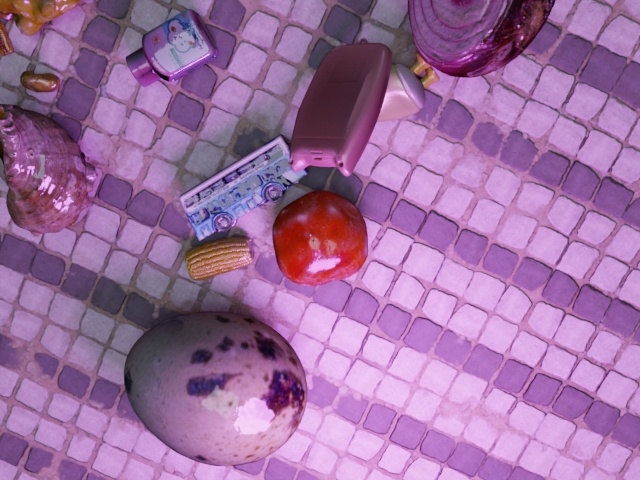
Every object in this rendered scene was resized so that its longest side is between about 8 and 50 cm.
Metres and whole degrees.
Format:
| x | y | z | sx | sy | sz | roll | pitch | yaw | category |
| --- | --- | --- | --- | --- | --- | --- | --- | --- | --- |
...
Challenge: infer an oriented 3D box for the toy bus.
| x | y | z | sx | sy | sz | roll | pitch | yaw | category |
| --- | --- | --- | --- | --- | --- | --- | --- | --- | --- |
| -0.178 | -0.122 | 1.669 | 0.297 | 0.106 | 0.131 | -30 | 97 | 6 | toy bus |

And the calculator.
| x | y | z | sx | sy | sz | roll | pitch | yaw | category |
| --- | --- | --- | --- | --- | --- | --- | --- | --- | --- |
| 0.041 | -0.301 | 1.563 | 0.048 | 0.220 | 0.330 | 32 | 72 | -45 | calculator |

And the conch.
| x | y | z | sx | sy | sz | roll | pitch | yaw | category |
| --- | --- | --- | --- | --- | --- | --- | --- | --- | --- |
| -0.647 | -0.192 | 1.616 | 0.297 | 0.210 | 0.352 | 37 | 139 | 22 | conch |

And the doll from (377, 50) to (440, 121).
| x | y | z | sx | sy | sz | roll | pitch | yaw | category |
| --- | --- | --- | --- | --- | --- | --- | --- | --- | --- |
| 0.125 | -0.314 | 1.616 | 0.296 | 0.141 | 0.117 | -24 | 58 | 18 | doll |

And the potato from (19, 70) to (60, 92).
| x | y | z | sx | sy | sz | roll | pitch | yaw | category |
| --- | --- | --- | --- | --- | --- | --- | --- | --- | --- |
| -0.654 | -0.369 | 1.665 | 0.092 | 0.046 | 0.045 | 4 | 59 | -7 | potato |

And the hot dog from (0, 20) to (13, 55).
| x | y | z | sx | sy | sz | roll | pitch | yaw | category |
| --- | --- | --- | --- | --- | --- | --- | --- | --- | --- |
| -0.743 | -0.471 | 1.659 | 0.037 | 0.021 | 0.083 | -21 | 101 | 5 | hot dog |

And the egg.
| x | y | z | sx | sy | sz | roll | pitch | yaw | category |
| --- | --- | --- | --- | --- | --- | --- | --- | --- | --- |
| -0.242 | 0.335 | 1.643 | 0.427 | 0.345 | 0.345 | 10 | 102 | 3 | egg |

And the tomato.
| x | y | z | sx | sy | sz | roll | pitch | yaw | category |
| --- | --- | --- | --- | --- | --- | --- | --- | --- | --- |
| -0.001 | -0.004 | 1.643 | 0.231 | 0.188 | 0.232 | 0 | 100 | 0 | tomato |

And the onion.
| x | y | z | sx | sy | sz | roll | pitch | yaw | category |
| --- | --- | --- | --- | --- | --- | --- | --- | --- | --- |
| 0.349 | -0.507 | 1.498 | 0.281 | 0.260 | 0.337 | 31 | 114 | 33 | onion |

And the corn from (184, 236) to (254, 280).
| x | y | z | sx | sy | sz | roll | pitch | yaw | category |
| --- | --- | --- | --- | --- | --- | --- | --- | --- | --- |
| -0.243 | 0.042 | 1.723 | 0.165 | 0.063 | 0.085 | -13 | 77 | 4 | corn |

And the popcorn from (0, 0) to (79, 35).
| x | y | z | sx | sy | sz | roll | pitch | yaw | category |
| --- | --- | --- | --- | --- | --- | --- | --- | --- | --- |
| -0.637 | -0.584 | 1.565 | 0.233 | 0.192 | 0.266 | 18 | 126 | -17 | popcorn |

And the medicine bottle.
| x | y | z | sx | sy | sz | roll | pitch | yaw | category |
| --- | --- | --- | --- | --- | --- | --- | --- | --- | --- |
| -0.339 | -0.426 | 1.616 | 0.188 | 0.094 | 0.119 | -28 | 100 | 7 | medicine bottle |
